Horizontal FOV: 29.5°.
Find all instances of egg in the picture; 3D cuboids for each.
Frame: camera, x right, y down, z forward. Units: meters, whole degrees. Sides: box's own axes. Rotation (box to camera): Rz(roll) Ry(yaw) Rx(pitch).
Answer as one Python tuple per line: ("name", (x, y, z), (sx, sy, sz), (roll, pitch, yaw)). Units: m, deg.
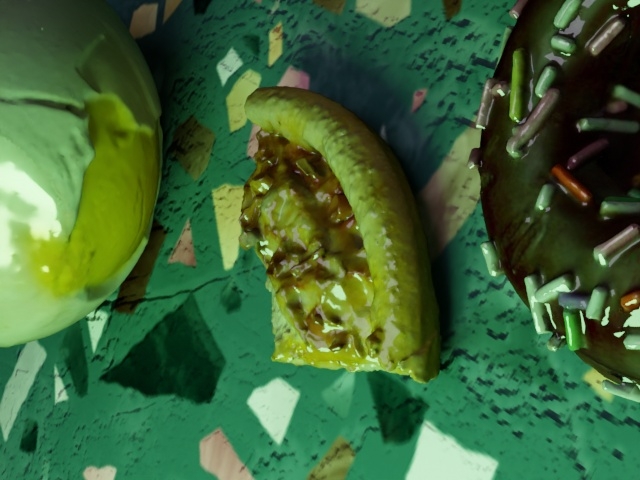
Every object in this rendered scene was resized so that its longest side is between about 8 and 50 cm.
("egg", (-0.263, -0.085, 0.948), (0.283, 0.283, 0.345), (-45, 32, 30))

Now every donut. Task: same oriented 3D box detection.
("donut", (0.178, -0.055, 0.556), (0.270, 0.103, 0.269), (-21, 62, 46))

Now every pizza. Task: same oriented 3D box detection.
("pizza", (0.003, -0.006, 0.780), (0.134, 0.056, 0.271), (-36, 51, 26))
